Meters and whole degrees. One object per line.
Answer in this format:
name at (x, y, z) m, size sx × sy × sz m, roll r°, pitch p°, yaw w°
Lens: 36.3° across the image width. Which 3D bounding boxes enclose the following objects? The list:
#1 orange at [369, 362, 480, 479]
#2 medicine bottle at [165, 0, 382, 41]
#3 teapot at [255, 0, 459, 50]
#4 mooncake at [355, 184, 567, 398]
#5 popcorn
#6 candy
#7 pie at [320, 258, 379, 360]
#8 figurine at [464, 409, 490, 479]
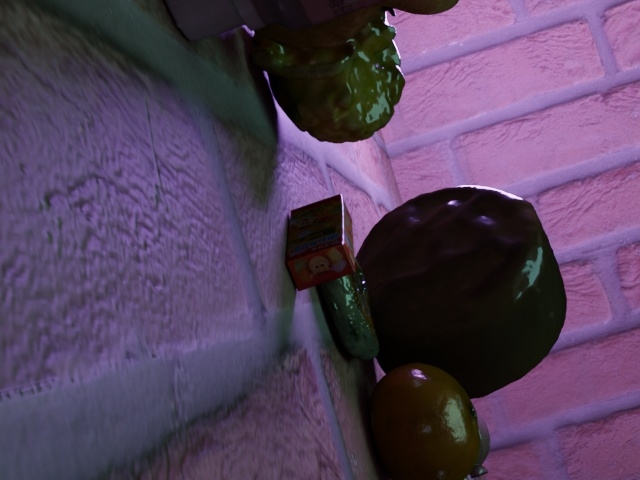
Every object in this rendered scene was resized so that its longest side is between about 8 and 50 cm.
orange at (0.125, 0.221, 1.155) m, size 0.156 × 0.124 × 0.156 m, roll -15°, pitch 90°, yaw -84°
medicine bottle at (-0.010, -0.251, 0.804) m, size 0.147 × 0.247 × 0.147 m, roll -18°, pitch 90°, yaw -81°
teapot at (0.003, -0.304, 0.977) m, size 0.167 × 0.311 × 0.203 m, roll -57°, pitch 161°, yaw -36°
mooncake at (0.177, 0.059, 1.301) m, size 0.284 × 0.284 × 0.155 m, roll -96°, pitch 161°, yaw -51°
popcorn at (0.014, -0.221, 1.153) m, size 0.189 × 0.170 × 0.218 m, roll 54°, pitch 17°, yaw -64°
candy at (0.000, 0.000, 1.000) m, size 0.122 × 0.062 × 0.038 m, roll -89°, pitch 158°, yaw -63°
pie at (0.031, 0.056, 1.157) m, size 0.187 × 0.041 × 0.186 m, roll -18°, pitch 90°, yaw -82°
figurine at (0.188, 0.296, 1.447) m, size 0.138 × 0.125 × 0.125 m, roll 65°, pitch 7°, yaw 13°
